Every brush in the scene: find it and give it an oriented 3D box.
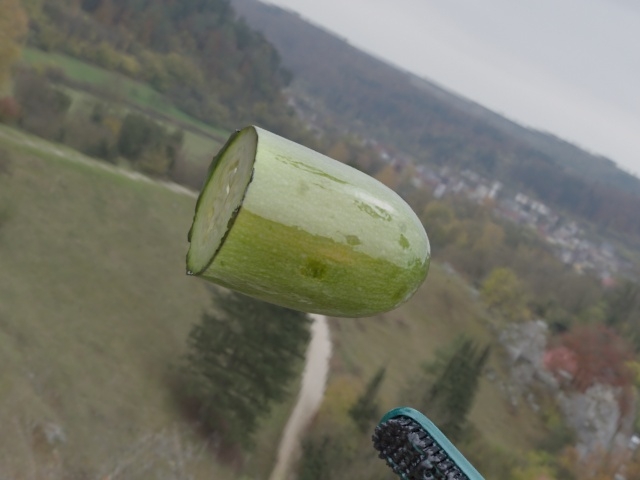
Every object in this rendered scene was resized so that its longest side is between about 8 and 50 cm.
[{"bbox_3d":[0.103,0.185,0.734,0.193,0.043,0.032,47,17,19],"label":"brush"}]

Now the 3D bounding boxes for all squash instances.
[{"bbox_3d":[0.000,0.000,0.831,0.187,0.123,0.123,22,9,-26],"label":"squash"}]
